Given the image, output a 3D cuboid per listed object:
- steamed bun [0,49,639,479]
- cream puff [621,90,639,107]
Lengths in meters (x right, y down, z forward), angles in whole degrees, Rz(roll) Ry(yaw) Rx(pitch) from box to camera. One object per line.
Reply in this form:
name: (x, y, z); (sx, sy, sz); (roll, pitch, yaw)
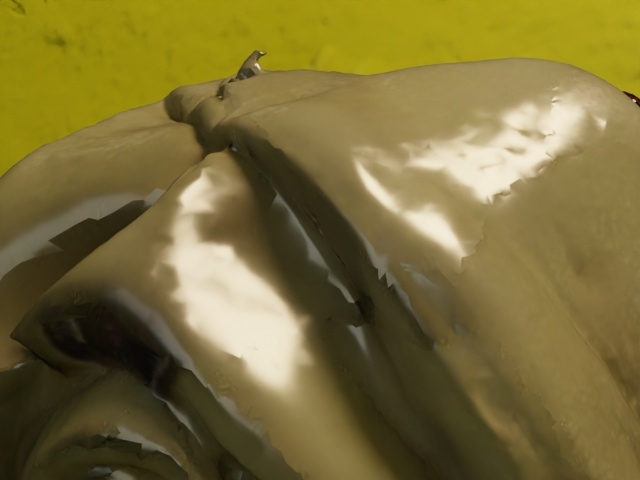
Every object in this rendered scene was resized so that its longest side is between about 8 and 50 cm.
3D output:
steamed bun: (-0.025, 0.090, 0.575); (0.368, 0.255, 0.342); (3, 106, 30)
cream puff: (0.131, -0.014, 0.674); (0.149, 0.084, 0.149); (-3, 82, 23)
